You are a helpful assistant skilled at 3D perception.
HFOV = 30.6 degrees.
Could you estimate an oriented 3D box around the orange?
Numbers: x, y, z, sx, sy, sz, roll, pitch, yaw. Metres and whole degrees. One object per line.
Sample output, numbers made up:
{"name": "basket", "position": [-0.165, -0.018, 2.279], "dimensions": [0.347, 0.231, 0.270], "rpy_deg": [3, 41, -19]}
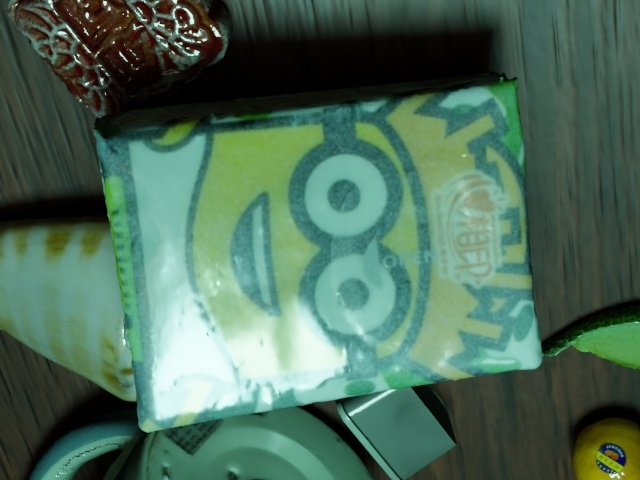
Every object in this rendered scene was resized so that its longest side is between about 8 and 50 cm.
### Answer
{"name": "orange", "position": [0.276, 0.207, 1.095], "dimensions": [0.084, 0.083, 0.083], "rpy_deg": [1, 122, 2]}

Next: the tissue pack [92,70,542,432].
{"name": "tissue pack", "position": [0.000, 0.000, 0.889], "dimensions": [0.311, 0.128, 0.227], "rpy_deg": [-8, 100, -6]}

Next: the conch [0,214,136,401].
{"name": "conch", "position": [-0.199, 0.064, 0.995], "dimensions": [0.255, 0.127, 0.158], "rpy_deg": [2, 137, 2]}

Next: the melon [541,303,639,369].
{"name": "melon", "position": [0.328, 0.094, 1.053], "dimensions": [0.262, 0.053, 0.114], "rpy_deg": [3, 141, 5]}

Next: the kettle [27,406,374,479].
{"name": "kettle", "position": [-0.148, 0.308, 1.117], "dimensions": [0.319, 0.247, 0.342], "rpy_deg": [46, 127, 11]}

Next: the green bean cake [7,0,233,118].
{"name": "green bean cake", "position": [-0.152, -0.167, 0.893], "dimensions": [0.136, 0.056, 0.135], "rpy_deg": [-31, 117, 20]}

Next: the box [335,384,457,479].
{"name": "box", "position": [0.069, 0.156, 1.075], "dimensions": [0.069, 0.084, 0.122], "rpy_deg": [-33, 116, 10]}
